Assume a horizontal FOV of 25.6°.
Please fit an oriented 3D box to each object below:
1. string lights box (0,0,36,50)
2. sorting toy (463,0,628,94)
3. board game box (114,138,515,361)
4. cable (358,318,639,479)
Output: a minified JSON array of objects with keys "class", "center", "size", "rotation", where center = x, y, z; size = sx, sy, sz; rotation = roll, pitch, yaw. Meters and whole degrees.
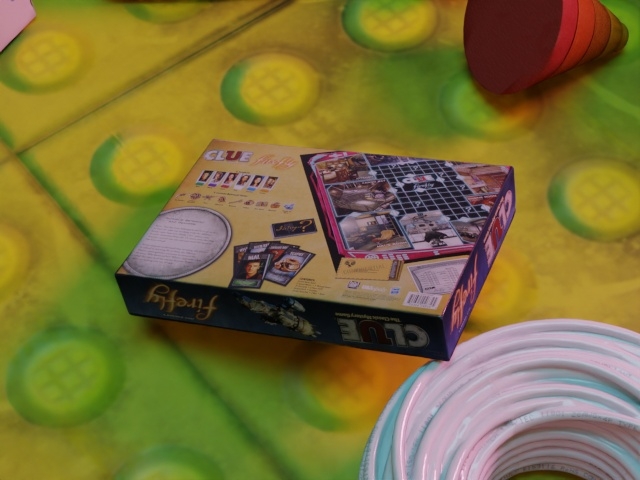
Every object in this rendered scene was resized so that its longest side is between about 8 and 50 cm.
[{"class":"string lights box","center":[-0.377,-0.262,1.204],"size":[0.259,0.133,0.077],"rotation":[25,58,20]},{"class":"sorting toy","center":[0.161,-0.263,1.221],"size":[0.126,0.127,0.366],"rotation":[4,45,-31]},{"class":"board game box","center":[0.000,0.000,1.001],"size":[0.243,0.042,0.165],"rotation":[7,42,24]},{"class":"cable","center":[0.152,0.174,0.888],"size":[0.257,0.089,0.257],"rotation":[-31,57,-19]}]
